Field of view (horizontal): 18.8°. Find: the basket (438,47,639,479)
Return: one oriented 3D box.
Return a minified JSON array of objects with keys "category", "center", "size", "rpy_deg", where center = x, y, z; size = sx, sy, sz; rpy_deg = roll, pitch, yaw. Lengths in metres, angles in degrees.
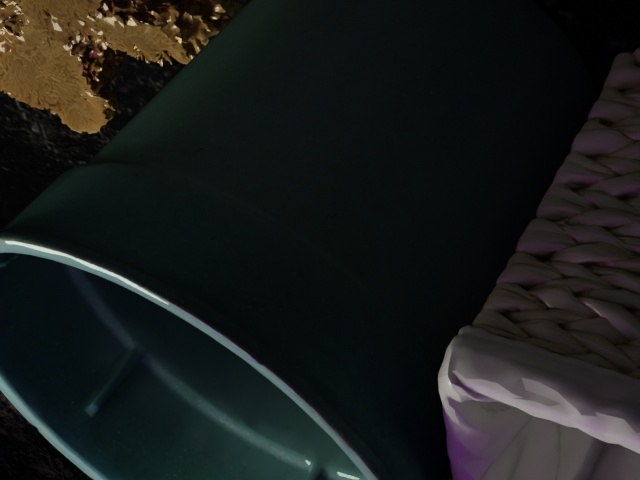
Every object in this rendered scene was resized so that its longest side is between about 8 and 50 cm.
[{"category":"basket","center":[0.276,0.110,1.134],"size":[0.328,0.266,0.331],"rpy_deg":[17,148,21]}]

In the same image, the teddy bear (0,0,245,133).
[{"category":"teddy bear","center":[-0.158,-0.225,1.342],"size":[0.245,0.113,0.338],"rpy_deg":[19,142,18]}]

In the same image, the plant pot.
[{"category":"plant pot","center":[0.000,0.000,1.237],"size":[0.341,0.334,0.341],"rpy_deg":[29,152,17]}]
